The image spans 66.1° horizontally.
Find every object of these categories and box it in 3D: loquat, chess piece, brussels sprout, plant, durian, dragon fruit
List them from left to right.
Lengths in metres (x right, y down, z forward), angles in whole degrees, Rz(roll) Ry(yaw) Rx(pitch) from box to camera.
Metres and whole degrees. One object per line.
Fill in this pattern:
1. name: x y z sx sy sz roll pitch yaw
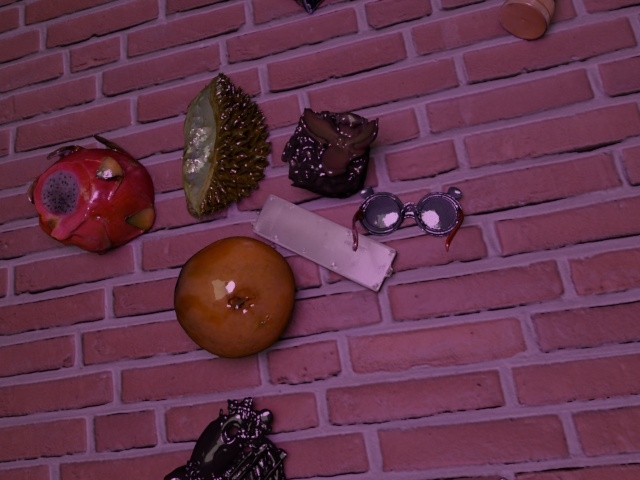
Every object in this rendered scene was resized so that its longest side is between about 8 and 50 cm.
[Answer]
1. dragon fruit: -0.577 -0.111 1.218 0.290 0.189 0.291 -3 78 12
2. brussels sprout: -0.298 -0.098 1.224 0.085 0.058 0.085 0 85 -3
3. durian: -0.237 -0.247 1.215 0.198 0.163 0.394 -21 67 35
4. loquat: -0.181 0.121 1.065 0.263 0.263 0.263 -3 78 12
5. plant: 0.022 -0.189 1.081 0.204 0.234 0.178 11 87 9
6. chess piece: 0.550 -0.652 1.112 0.117 0.117 0.397 30 85 17

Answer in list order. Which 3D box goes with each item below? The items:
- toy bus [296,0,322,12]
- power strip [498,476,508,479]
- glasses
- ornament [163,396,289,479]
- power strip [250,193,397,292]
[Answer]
1. toy bus: 0.008 -0.735 1.237 0.167 0.138 0.275 43 89 18
2. power strip: 0.347 0.597 0.931 0.213 0.064 0.198 -45 75 0
3. glasses: 0.177 -0.050 1.001 0.234 0.268 0.118 3 98 12
4. ornament: -0.172 0.492 1.062 0.260 0.106 0.251 -43 80 -7
5. power strip: 0.000 0.000 1.140 0.367 0.043 0.106 25 85 16
